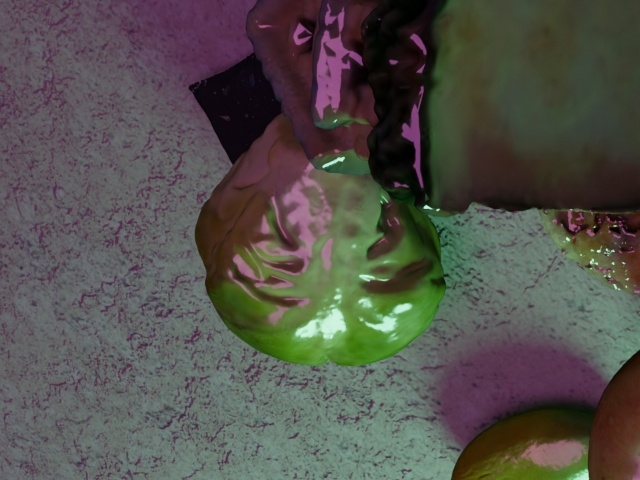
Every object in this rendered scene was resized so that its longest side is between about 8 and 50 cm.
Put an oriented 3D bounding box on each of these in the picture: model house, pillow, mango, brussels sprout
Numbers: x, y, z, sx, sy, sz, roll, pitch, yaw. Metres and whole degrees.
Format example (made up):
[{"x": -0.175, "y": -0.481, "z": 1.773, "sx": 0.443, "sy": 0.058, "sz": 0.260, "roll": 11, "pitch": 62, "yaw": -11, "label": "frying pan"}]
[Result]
[{"x": 0.134, "y": -0.269, "z": 1.233, "sx": 0.400, "sy": 0.395, "sz": 0.445, "roll": 24, "pitch": 114, "yaw": 54, "label": "model house"}, {"x": -0.056, "y": -0.170, "z": 1.616, "sx": 0.208, "sy": 0.055, "sz": 0.141, "roll": -27, "pitch": 95, "yaw": 37, "label": "pillow"}, {"x": 0.255, "y": 0.272, "z": 1.622, "sx": 0.137, "sy": 0.091, "sz": 0.237, "roll": 43, "pitch": 121, "yaw": 0, "label": "mango"}, {"x": -0.009, "y": 0.007, "z": 1.549, "sx": 0.274, "sy": 0.242, "sz": 0.316, "roll": -15, "pitch": 116, "yaw": 29, "label": "brussels sprout"}]

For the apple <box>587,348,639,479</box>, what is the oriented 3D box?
[{"x": 0.446, "y": 0.214, "z": 1.372, "sx": 0.319, "sy": 0.277, "sz": 0.319, "roll": 7, "pitch": 105, "yaw": 27, "label": "apple"}]

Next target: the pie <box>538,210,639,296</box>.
[{"x": 0.374, "y": -0.078, "z": 1.392, "sx": 0.339, "sy": 0.077, "sz": 0.339, "roll": 13, "pitch": 119, "yaw": 25, "label": "pie"}]
